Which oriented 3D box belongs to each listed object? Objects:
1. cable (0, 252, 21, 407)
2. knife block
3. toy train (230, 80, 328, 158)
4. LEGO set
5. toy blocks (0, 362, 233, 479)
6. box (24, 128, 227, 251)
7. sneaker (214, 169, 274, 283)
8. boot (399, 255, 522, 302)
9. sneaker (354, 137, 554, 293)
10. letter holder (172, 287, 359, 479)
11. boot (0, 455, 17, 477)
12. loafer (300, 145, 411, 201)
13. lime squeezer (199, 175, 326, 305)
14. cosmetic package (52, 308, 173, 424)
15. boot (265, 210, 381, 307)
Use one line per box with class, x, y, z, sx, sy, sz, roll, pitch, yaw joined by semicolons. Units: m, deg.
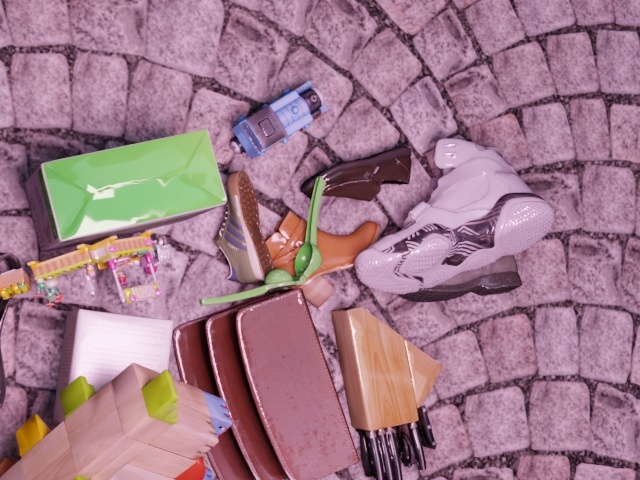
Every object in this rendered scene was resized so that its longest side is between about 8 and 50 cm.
cable;-0.531;0.130;1.864;0.139;0.072;0.287;-16;104;-37
knife block;0.088;0.279;2.040;0.276;0.088;0.242;37;74;-14
toy train;-0.069;-0.205;2.014;0.184;0.105;0.080;-33;97;-19
LEGO set;-0.353;0.064;1.848;0.287;0.132;0.107;-16;84;-32
toy blocks;-0.269;0.334;1.736;0.381;0.190;0.261;-41;138;18
box;-0.309;-0.071;1.850;0.262;0.231;0.126;-14;91;-20
sneaker;-0.145;-0.016;1.982;0.064;0.086;0.192;-31;108;-64
boot;0.241;0.022;2.135;0.247;0.083;0.161;-5;75;-20
sneaker;0.203;-0.048;2.055;0.366;0.137;0.210;-18;56;-14
letter holder;-0.099;0.255;1.943;0.214;0.152;0.301;-19;92;-18
boot;-0.477;0.492;1.806;0.220;0.109;0.283;40;71;-14
loafer;0.072;-0.104;2.069;0.220;0.080;0.078;-18;91;-20
lime squeezer;-0.061;0.035;1.945;0.310;0.059;0.110;-46;124;-25
cosmetic package;-0.328;0.208;1.862;0.151;0.151;0.183;9;82;-18
boot;0.000;0.000;2.042;0.152;0.073;0.197;44;70;-7
